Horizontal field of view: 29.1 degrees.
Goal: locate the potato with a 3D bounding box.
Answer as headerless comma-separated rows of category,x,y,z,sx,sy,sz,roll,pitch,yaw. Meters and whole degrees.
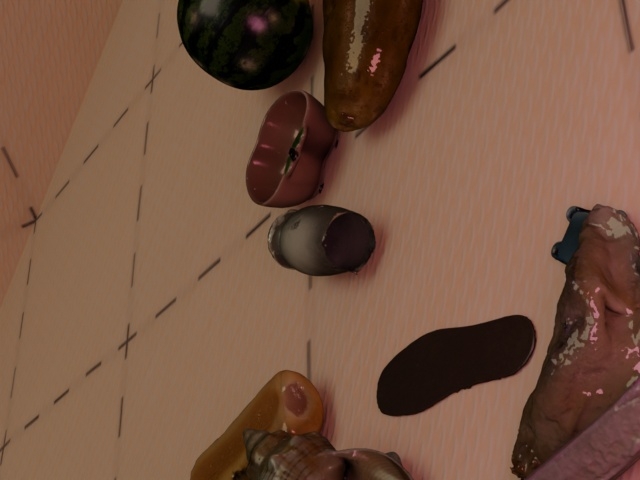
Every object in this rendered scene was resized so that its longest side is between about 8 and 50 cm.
potato,0.076,-0.354,1.952,0.195,0.176,0.369,2,77,33

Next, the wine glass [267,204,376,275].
wine glass,0.000,0.000,1.900,0.204,0.111,0.111,3,76,63

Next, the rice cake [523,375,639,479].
rice cake,0.257,0.257,1.305,0.064,0.070,0.399,52,124,20

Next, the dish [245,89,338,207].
dish,-0.039,-0.145,2.087,0.213,0.090,0.213,-43,36,43

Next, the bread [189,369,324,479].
bread,-0.098,0.327,1.888,0.305,0.091,0.142,-48,28,35

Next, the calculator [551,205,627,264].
calculator,0.321,0.006,1.426,0.141,0.019,0.094,30,99,60

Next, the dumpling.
dumpling,0.285,0.126,1.337,0.166,0.086,0.332,20,97,62

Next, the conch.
conch,0.037,0.352,1.586,0.386,0.169,0.203,35,78,22

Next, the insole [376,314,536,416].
insole,0.169,0.161,1.610,0.328,0.007,0.111,-27,51,52

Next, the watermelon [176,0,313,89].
watermelon,-0.137,-0.406,2.265,0.269,0.269,0.269,-39,41,45
